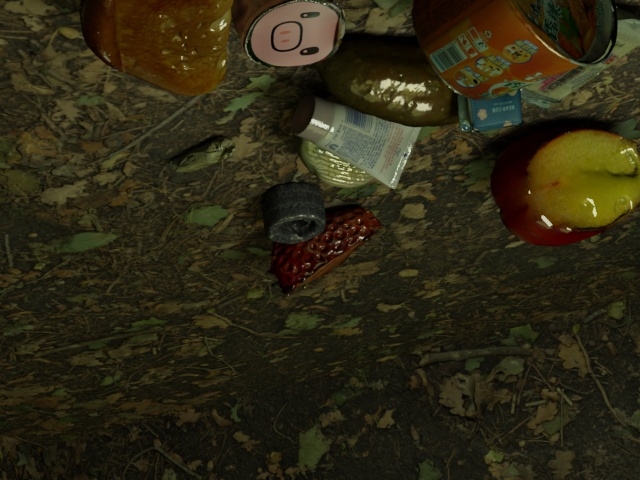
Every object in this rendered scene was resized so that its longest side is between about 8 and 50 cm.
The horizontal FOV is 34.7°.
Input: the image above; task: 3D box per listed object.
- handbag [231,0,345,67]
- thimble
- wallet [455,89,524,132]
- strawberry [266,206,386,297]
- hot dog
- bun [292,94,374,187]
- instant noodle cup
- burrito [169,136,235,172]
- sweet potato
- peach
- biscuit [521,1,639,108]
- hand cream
[{"bbox_3d":[-0.056,-0.366,1.650,0.179,0.116,0.205,-9,156,-6],"label":"handbag"},{"bbox_3d":[-0.061,-0.063,2.363,0.150,0.098,0.150,-10,156,-4],"label":"thimble"},{"bbox_3d":[0.301,-0.301,1.843,0.141,0.202,0.059,-15,-162,-31],"label":"wallet"},{"bbox_3d":[-0.014,0.009,2.493,0.253,0.150,0.280,-29,170,-42],"label":"strawberry"},{"bbox_3d":[-0.241,-0.366,1.483,0.223,0.185,0.405,-7,157,-12],"label":"hot dog"},{"bbox_3d":[0.050,-0.216,2.038,0.210,0.116,0.237,2,131,-12],"label":"bun"},{"bbox_3d":[0.293,-0.367,1.623,0.296,0.296,0.214,9,158,-38],"label":"instant noodle cup"},{"bbox_3d":[-0.240,-0.173,2.109,0.149,0.041,0.055,-21,142,31],"label":"burrito"},{"bbox_3d":[0.135,-0.287,1.873,0.369,0.158,0.158,1,154,-26],"label":"sweet potato"},{"bbox_3d":[0.556,-0.123,2.271,0.338,0.281,0.281,-10,158,20],"label":"peach"},{"bbox_3d":[0.484,-0.354,1.962,0.186,0.079,0.309,12,147,-38],"label":"biscuit"},{"bbox_3d":[0.071,-0.199,1.931,0.248,0.083,0.133,21,99,-29],"label":"hand cream"}]
